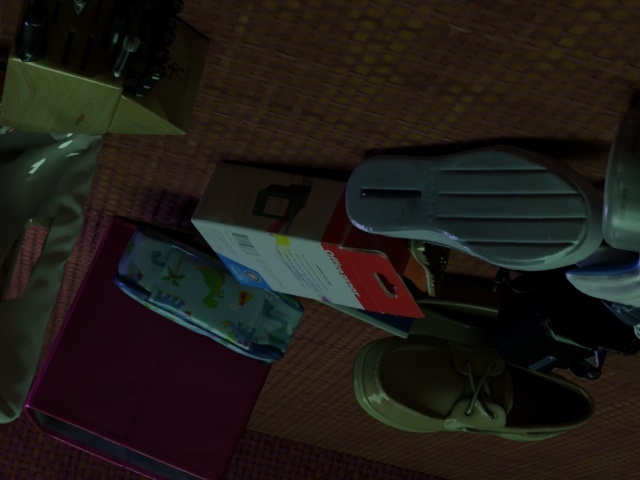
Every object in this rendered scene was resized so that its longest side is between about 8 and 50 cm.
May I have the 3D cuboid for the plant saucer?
[{"bbox_3d":[0.207,0.098,2.337,0.277,0.041,0.278,12,166,3],"label":"plant saucer"}]

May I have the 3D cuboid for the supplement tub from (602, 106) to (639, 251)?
[{"bbox_3d":[0.325,-0.037,1.518,0.190,0.117,0.117,8,166,16],"label":"supplement tub"}]

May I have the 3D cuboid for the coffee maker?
[{"bbox_3d":[0.252,0.069,2.073,0.171,0.120,0.178,38,162,-3],"label":"coffee maker"}]

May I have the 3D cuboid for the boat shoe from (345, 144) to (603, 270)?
[{"bbox_3d":[0.154,-0.035,1.767,0.094,0.109,0.302,5,-175,-43],"label":"boat shoe"}]

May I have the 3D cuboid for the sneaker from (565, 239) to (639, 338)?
[{"bbox_3d":[0.318,0.032,1.825,0.236,0.130,0.323,24,168,-11],"label":"sneaker"}]

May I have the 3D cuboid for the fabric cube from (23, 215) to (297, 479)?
[{"bbox_3d":[-0.199,0.156,2.421,0.259,0.258,0.254,22,167,1],"label":"fabric cube"}]

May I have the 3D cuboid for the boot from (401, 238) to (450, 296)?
[{"bbox_3d":[0.093,0.009,2.066,0.084,0.059,0.158,12,158,19],"label":"boot"}]

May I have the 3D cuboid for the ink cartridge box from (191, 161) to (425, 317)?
[{"bbox_3d":[0.000,0.000,1.966,0.231,0.078,0.134,11,153,30],"label":"ink cartridge box"}]

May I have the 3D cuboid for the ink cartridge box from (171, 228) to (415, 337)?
[{"bbox_3d":[-0.030,0.034,2.247,0.223,0.045,0.224,25,178,-40],"label":"ink cartridge box"}]

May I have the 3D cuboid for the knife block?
[{"bbox_3d":[-0.216,-0.168,1.562,0.275,0.088,0.242,4,163,35],"label":"knife block"}]

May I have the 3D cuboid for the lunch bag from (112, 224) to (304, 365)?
[{"bbox_3d":[-0.129,0.061,2.226,0.219,0.090,0.176,26,-179,-7],"label":"lunch bag"}]

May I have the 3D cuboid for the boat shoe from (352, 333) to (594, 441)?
[{"bbox_3d":[0.192,0.180,2.378,0.341,0.122,0.110,10,166,-36],"label":"boat shoe"}]

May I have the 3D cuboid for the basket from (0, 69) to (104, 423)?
[{"bbox_3d":[-0.441,-0.023,1.873,0.331,0.328,0.266,24,167,-41],"label":"basket"}]

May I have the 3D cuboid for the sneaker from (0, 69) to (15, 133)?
[{"bbox_3d":[-0.240,-0.145,1.762,0.175,0.067,0.064,-4,144,9],"label":"sneaker"}]
